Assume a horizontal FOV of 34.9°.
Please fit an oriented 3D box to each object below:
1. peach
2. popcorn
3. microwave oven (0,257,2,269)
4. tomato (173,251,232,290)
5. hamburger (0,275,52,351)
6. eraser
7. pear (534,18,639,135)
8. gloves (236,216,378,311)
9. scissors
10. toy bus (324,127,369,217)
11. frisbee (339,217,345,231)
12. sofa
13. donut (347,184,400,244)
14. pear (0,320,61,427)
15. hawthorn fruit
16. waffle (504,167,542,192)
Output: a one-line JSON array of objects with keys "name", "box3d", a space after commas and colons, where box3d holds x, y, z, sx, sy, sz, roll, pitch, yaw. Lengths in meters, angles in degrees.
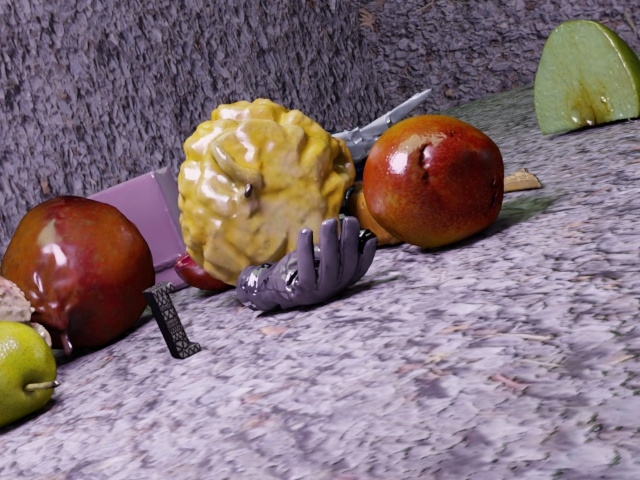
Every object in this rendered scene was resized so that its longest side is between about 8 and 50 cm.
[{"name": "peach", "box3d": [0.182, -0.094, 1.625, 0.231, 0.230, 0.231, -21, 8, 3]}, {"name": "popcorn", "box3d": [-0.115, -0.075, 1.846, 0.349, 0.348, 0.382, -25, 2, -21]}, {"name": "microwave oven", "box3d": [-0.808, 0.111, 2.049, 0.375, 0.431, 0.236, -21, 9, 3]}, {"name": "tomato", "box3d": [-0.202, 0.047, 2.056, 0.173, 0.099, 0.189, -23, 11, 8]}, {"name": "hamburger", "box3d": [-0.731, 0.185, 1.783, 0.446, 0.268, 0.287, -26, 24, -22]}, {"name": "eraser", "box3d": [-0.467, 0.017, 2.334, 0.359, 0.272, 0.122, -19, 9, 17]}, {"name": "pear", "box3d": [0.591, -0.369, 2.207, 0.139, 0.239, 0.288, -27, 11, -30]}, {"name": "gloves", "box3d": [-0.014, 0.041, 1.586, 0.285, 0.119, 0.142, -33, 6, 44]}, {"name": "scissors", "box3d": [0.056, -0.182, 1.916, 0.384, 0.256, 0.029, -20, 24, 26]}, {"name": "toy bus", "box3d": [0.042, -0.142, 2.208, 0.162, 0.194, 0.323, -14, 0, 41]}, {"name": "frisbee", "box3d": [-0.001, -0.005, 2.051, 0.290, 0.049, 0.289, -21, 9, 3]}, {"name": "sofa", "box3d": [-0.231, 0.123, 1.581, 0.039, 0.117, 0.060, -27, 9, -23]}, {"name": "donut", "box3d": [0.158, -0.070, 1.843, 0.227, 0.113, 0.226, -23, 9, 4]}, {"name": "pear", "box3d": [-0.488, 0.216, 1.584, 0.216, 0.166, 0.180, 14, 17, 38]}, {"name": "hawthorn fruit", "box3d": [-0.484, 0.072, 1.989, 0.308, 0.308, 0.325, -16, 11, 35]}, {"name": "waffle", "box3d": [0.383, -0.114, 1.853, 0.098, 0.023, 0.153, -27, 8, -24]}]
